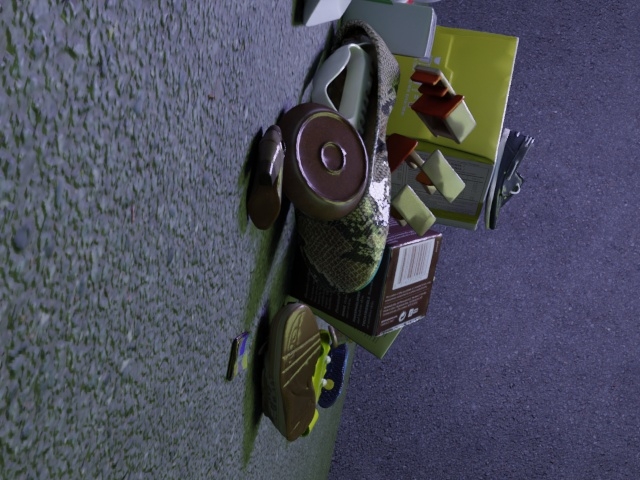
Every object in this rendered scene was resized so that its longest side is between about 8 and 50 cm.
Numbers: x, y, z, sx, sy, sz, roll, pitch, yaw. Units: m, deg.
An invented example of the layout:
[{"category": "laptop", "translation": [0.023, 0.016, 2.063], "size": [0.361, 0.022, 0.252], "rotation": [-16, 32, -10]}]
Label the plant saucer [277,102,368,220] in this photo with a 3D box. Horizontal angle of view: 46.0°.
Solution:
[{"category": "plant saucer", "translation": [0.009, -0.112, 1.039], "size": [0.168, 0.029, 0.168], "rotation": [9, 75, -39]}]

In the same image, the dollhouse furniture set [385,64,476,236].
[{"category": "dollhouse furniture set", "translation": [0.136, -0.164, 1.317], "size": [0.259, 0.262, 0.135], "rotation": [-48, 123, -6]}]

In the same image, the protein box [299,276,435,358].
[{"category": "protein box", "translation": [0.098, 0.108, 1.565], "size": [0.200, 0.201, 0.136], "rotation": [-56, 171, -4]}]

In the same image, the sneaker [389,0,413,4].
[{"category": "sneaker", "translation": [0.214, -0.642, 2.004], "size": [0.221, 0.087, 0.128], "rotation": [-53, 165, -44]}]

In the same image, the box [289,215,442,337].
[{"category": "box", "translation": [0.081, 0.046, 1.358], "size": [0.168, 0.203, 0.167], "rotation": [-13, 118, -48]}]

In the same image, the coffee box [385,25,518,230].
[{"category": "coffee box", "translation": [0.244, -0.266, 1.751], "size": [0.334, 0.338, 0.338], "rotation": [81, 22, -65]}]

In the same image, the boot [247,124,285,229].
[{"category": "boot", "translation": [-0.064, -0.082, 0.949], "size": [0.118, 0.042, 0.087], "rotation": [103, -4, -48]}]

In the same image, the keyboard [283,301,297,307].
[{"category": "keyboard", "translation": [-0.067, 0.196, 1.377], "size": [0.108, 0.023, 0.180], "rotation": [-55, 157, -55]}]

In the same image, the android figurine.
[{"category": "android figurine", "translation": [-0.021, 0.330, 1.778], "size": [0.273, 0.056, 0.248], "rotation": [-46, 146, -72]}]

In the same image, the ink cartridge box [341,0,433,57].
[{"category": "ink cartridge box", "translation": [0.135, -0.403, 1.437], "size": [0.219, 0.160, 0.093], "rotation": [-54, 155, -73]}]

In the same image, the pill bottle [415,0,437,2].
[{"category": "pill bottle", "translation": [0.275, -0.755, 1.832], "size": [0.181, 0.181, 0.323], "rotation": [83, 21, -67]}]

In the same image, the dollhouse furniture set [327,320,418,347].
[{"category": "dollhouse furniture set", "translation": [0.097, 0.096, 1.707], "size": [0.161, 0.212, 0.242], "rotation": [80, -8, -73]}]

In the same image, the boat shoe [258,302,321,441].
[{"category": "boat shoe", "translation": [-0.065, 0.216, 1.256], "size": [0.104, 0.089, 0.285], "rotation": [-32, 137, -42]}]

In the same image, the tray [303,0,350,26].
[{"category": "tray", "translation": [0.032, -0.383, 1.086], "size": [0.145, 0.030, 0.270], "rotation": [-54, -178, 22]}]

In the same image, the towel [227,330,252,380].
[{"category": "towel", "translation": [-0.112, 0.160, 1.054], "size": [0.083, 0.009, 0.060], "rotation": [-13, 113, -81]}]

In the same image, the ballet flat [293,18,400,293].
[{"category": "ballet flat", "translation": [0.029, -0.160, 1.192], "size": [0.182, 0.164, 0.483], "rotation": [54, 38, -50]}]

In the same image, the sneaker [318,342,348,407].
[{"category": "sneaker", "translation": [0.039, 0.402, 2.243], "size": [0.082, 0.069, 0.209], "rotation": [93, 11, -66]}]

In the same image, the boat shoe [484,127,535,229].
[{"category": "boat shoe", "translation": [0.417, -0.129, 1.687], "size": [0.084, 0.079, 0.233], "rotation": [-53, 156, -71]}]
